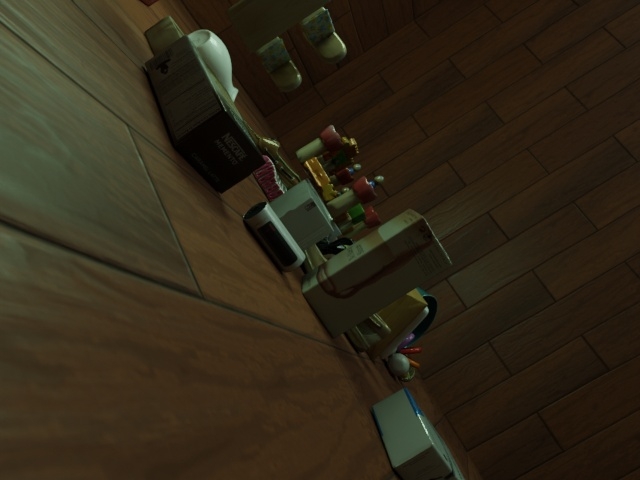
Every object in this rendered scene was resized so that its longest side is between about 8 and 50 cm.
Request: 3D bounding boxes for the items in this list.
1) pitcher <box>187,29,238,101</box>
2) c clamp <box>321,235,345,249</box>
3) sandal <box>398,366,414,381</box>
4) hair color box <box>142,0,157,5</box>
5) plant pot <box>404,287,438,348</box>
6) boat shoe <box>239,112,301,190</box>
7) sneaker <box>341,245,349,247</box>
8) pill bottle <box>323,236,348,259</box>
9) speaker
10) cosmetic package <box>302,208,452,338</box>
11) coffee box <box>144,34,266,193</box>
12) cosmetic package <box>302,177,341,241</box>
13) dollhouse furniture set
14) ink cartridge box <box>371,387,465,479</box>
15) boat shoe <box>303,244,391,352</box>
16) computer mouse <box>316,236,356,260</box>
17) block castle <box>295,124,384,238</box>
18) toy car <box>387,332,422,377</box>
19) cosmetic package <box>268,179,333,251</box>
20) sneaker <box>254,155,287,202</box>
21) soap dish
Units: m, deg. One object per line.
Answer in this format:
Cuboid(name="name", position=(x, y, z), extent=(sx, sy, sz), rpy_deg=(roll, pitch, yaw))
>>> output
Cuboid(name="pitcher", position=(-0.302, -0.456, 1.360), extent=(0.207, 0.126, 0.177), rpy_deg=(70, 8, -52))
Cuboid(name="c clamp", position=(0.000, 0.000, 1.570), extent=(0.160, 0.137, 0.022), rpy_deg=(-114, -145, -74))
Cuboid(name="sandal", position=(0.312, 0.489, 1.870), extent=(0.180, 0.072, 0.049), rpy_deg=(-122, -160, -70))
Cuboid(name="hair color box", position=(-0.489, -0.700, 1.318), extent=(0.093, 0.053, 0.167), rpy_deg=(58, 3, -17))
Cuboid(name="plant pot", position=(0.284, 0.260, 1.973), extent=(0.255, 0.272, 0.271), rpy_deg=(41, -8, 41))
Cuboid(name="boat shoe", position=(-0.172, -0.278, 1.538), extent=(0.307, 0.104, 0.110), rpy_deg=(57, 5, -12))
Cuboid(name="sneaker", position=(0.110, 0.087, 1.914), extent=(0.147, 0.145, 0.384), rpy_deg=(40, -10, 18))
Cuboid(name="pill bottle", position=(0.071, 0.087, 1.651), extent=(0.193, 0.108, 0.108), rpy_deg=(57, 5, -21))
Cuboid(name="speaker", position=(-0.086, -0.007, 0.921), extent=(0.136, 0.055, 0.055), rpy_deg=(56, 5, -25))
Cuboid(name="cosmetic package", position=(0.115, 0.066, 1.074), extent=(0.129, 0.296, 0.153), rpy_deg=(56, 3, -11))
Cuboid(name="coffee box", position=(-0.202, -0.221, 0.848), extent=(0.246, 0.098, 0.141), rpy_deg=(61, 6, 35))
Cuboid(name="cosmetic package", position=(-0.033, -0.094, 1.729), extent=(0.231, 0.117, 0.085), rpy_deg=(62, 5, 30))
Cuboid(name="dollhouse furniture set", position=(-0.147, -0.441, 1.064), extent=(0.256, 0.394, 0.362), rpy_deg=(61, 5, 29))
Cuboid(name="ink cartridge box", position=(0.194, 0.407, 0.930), extent=(0.203, 0.086, 0.148), rpy_deg=(55, 5, -27))
Cuboid(name="boat shoe", position=(0.056, 0.118, 1.254), extent=(0.341, 0.110, 0.121), rpy_deg=(57, 4, -6))
Cuboid(name="computer mouse", position=(0.060, 0.119, 1.356), extent=(0.189, 0.072, 0.272), rpy_deg=(-2, -57, 46))
Cuboid(name="block castle", position=(0.094, -0.204, 1.769), extent=(0.303, 0.213, 0.453), rpy_deg=(60, 2, 14))
Cuboid(name="toy car", position=(0.278, 0.380, 1.708), extent=(0.182, 0.136, 0.159), rpy_deg=(59, 5, 12))
Cuboid(name="cosmetic package", position=(-0.054, -0.057, 1.171), extent=(0.107, 0.127, 0.238), rpy_deg=(56, 7, -19))
Cuboid(name="sneaker", position=(-0.137, -0.161, 1.399), extent=(0.170, 0.063, 0.075), rpy_deg=(63, 5, 8))
Cuboid(name="soap dish", position=(0.194, 0.209, 1.514), extent=(0.118, 0.229, 0.291), rpy_deg=(40, 9, -14))
